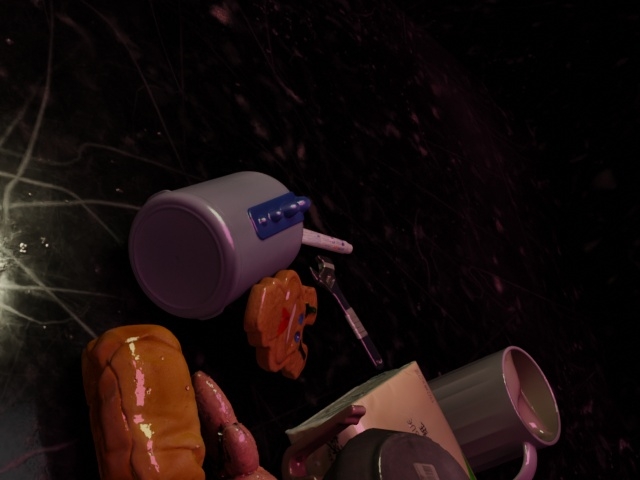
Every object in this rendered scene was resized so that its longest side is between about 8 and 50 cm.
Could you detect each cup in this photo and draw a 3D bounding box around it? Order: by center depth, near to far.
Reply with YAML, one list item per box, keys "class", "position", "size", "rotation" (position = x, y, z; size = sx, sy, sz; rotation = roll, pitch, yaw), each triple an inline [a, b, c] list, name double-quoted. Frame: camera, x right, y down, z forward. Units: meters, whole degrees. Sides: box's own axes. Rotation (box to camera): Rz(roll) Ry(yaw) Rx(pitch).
- class: "cup"
  position: [0.351, 0.442, 1.971]
  size: [0.237, 0.327, 0.322]
  rotation: [36, 37, -35]

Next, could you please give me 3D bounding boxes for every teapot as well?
- class: "teapot"
  position: [0.060, 0.485, 1.489]
  size: [0.306, 0.362, 0.376]
  rotation: [17, 41, -42]

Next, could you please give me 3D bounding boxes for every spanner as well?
- class: "spanner"
  position: [0.064, 0.177, 2.086]
  size: [0.315, 0.024, 0.087]
  rotation: [60, 32, -1]

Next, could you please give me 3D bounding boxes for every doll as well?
- class: "doll"
  position: [-0.178, 0.377, 1.462]
  size: [0.156, 0.201, 0.303]
  rotation: [-28, 81, -23]

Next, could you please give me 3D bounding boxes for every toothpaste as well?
- class: "toothpaste"
  position: [0.000, 0.000, 2.136]
  size: [0.218, 0.033, 0.052]
  rotation: [16, 47, -45]

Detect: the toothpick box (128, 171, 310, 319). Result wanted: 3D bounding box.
- class: "toothpick box"
  position: [-0.167, -0.013, 1.685]
  size: [0.263, 0.263, 0.355]
  rotation: [60, 29, 1]

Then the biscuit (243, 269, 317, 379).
- class: "biscuit"
  position: [-0.069, 0.164, 1.712]
  size: [0.334, 0.047, 0.201]
  rotation: [46, 55, -66]

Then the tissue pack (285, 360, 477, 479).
- class: "tissue pack"
  position: [0.158, 0.492, 1.771]
  size: [0.332, 0.205, 0.404]
  rotation: [-20, 80, -55]

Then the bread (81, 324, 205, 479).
- class: "bread"
  position: [-0.284, 0.286, 1.386]
  size: [0.167, 0.132, 0.294]
  rotation: [18, 51, -55]
